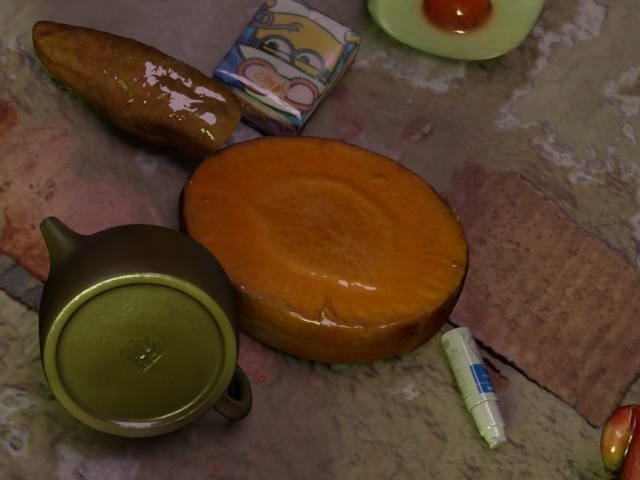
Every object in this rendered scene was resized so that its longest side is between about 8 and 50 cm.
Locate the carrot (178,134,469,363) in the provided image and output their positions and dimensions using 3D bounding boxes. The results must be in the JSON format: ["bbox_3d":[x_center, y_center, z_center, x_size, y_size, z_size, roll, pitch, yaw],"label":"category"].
[{"bbox_3d":[0.000,0.000,1.783,0.307,0.100,0.258,24,51,2],"label":"carrot"}]

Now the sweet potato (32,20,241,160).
[{"bbox_3d":[-0.197,-0.162,1.832,0.252,0.097,0.097,26,54,10],"label":"sweet potato"}]

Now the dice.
[{"bbox_3d":[0.163,-0.332,1.987,0.193,0.194,0.192,14,55,-7],"label":"dice"}]

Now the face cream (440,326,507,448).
[{"bbox_3d":[0.159,0.152,1.773,0.034,0.034,0.130,-8,61,-22],"label":"face cream"}]

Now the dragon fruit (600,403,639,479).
[{"bbox_3d":[0.399,0.215,1.715,0.227,0.243,0.307,17,13,20],"label":"dragon fruit"}]

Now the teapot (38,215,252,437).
[{"bbox_3d":[-0.163,0.074,1.650,0.268,0.185,0.175,42,18,-25],"label":"teapot"}]

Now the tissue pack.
[{"bbox_3d":[-0.038,-0.192,1.911,0.115,0.065,0.155,30,54,4],"label":"tissue pack"}]
